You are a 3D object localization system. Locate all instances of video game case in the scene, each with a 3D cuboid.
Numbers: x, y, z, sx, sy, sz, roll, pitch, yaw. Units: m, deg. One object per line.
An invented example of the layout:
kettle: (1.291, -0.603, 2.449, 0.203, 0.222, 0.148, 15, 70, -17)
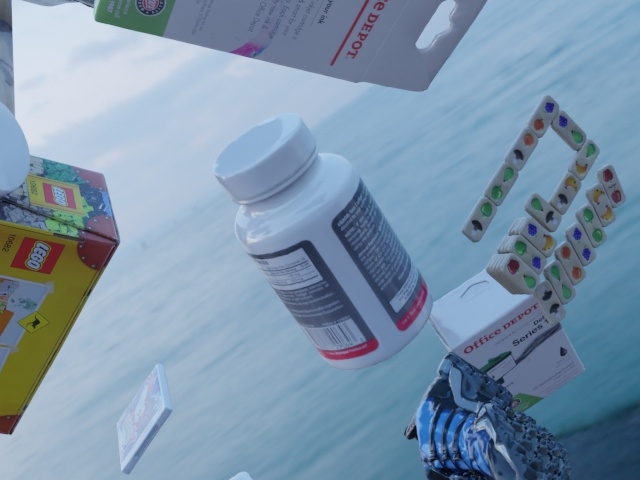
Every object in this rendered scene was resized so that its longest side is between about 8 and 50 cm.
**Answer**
video game case: (-0.396, 0.395, 2.206, 0.183, 0.023, 0.201, -55, 23, 10)

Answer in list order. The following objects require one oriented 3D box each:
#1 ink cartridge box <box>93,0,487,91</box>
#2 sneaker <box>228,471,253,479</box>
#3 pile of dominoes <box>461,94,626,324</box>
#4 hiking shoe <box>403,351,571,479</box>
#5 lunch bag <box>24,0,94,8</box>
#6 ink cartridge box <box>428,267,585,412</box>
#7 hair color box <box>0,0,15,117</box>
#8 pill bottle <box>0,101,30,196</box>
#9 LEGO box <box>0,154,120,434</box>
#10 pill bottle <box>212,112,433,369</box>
ink cartridge box: (-0.020, -0.280, 0.953, 0.207, 0.354, 0.119, 125, 149, -49)
sneaker: (-0.111, 0.599, 1.919, 0.130, 0.322, 0.236, -9, 39, 27)
pile of dominoes: (0.309, -0.039, 1.286, 0.251, 0.196, 0.040, -56, 20, -18)
hiking shoe: (0.183, 0.241, 1.118, 0.132, 0.113, 0.304, -56, 12, 6)
lunch bag: (-0.406, -0.509, 1.671, 0.256, 0.212, 0.305, 0, 5, 11)
ink cartridge box: (0.274, 0.149, 1.458, 0.160, 0.219, 0.092, -35, 41, 3)
hair color box: (-0.520, -0.284, 1.382, 0.110, 0.338, 0.185, -14, -26, 11)
pill bottle: (-0.484, -0.073, 1.173, 0.265, 0.153, 0.153, -20, 12, 27)
LEGO box: (-0.619, 0.085, 1.662, 0.500, 0.373, 0.193, -55, 39, 28)
pill bottle: (0.000, 0.000, 1.276, 0.176, 0.318, 0.176, -27, 26, 14)
